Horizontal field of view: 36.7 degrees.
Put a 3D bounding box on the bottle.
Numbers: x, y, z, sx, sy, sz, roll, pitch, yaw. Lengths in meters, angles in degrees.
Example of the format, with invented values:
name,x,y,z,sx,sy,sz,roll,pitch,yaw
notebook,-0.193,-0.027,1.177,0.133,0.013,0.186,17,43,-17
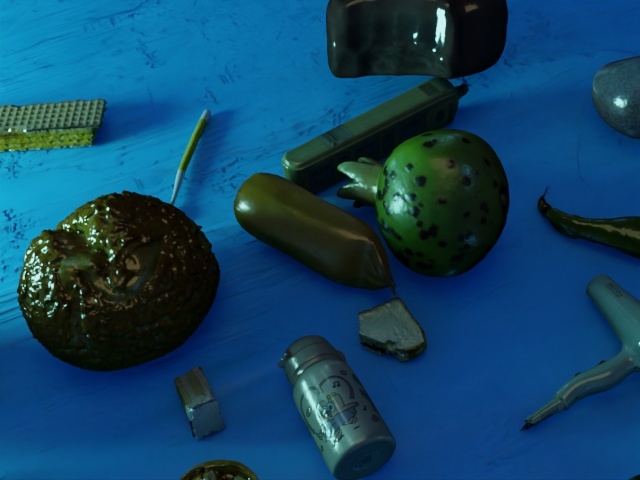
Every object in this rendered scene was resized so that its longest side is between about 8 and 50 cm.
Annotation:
name,x,y,z,sx,sy,sz,roll,pitch,yaw
bottle,0.022,0.224,1.348,0.110,0.097,0.209,3,40,-35

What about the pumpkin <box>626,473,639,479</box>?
name,x,y,z,sx,sy,sz,roll,pitch,yaw
pumpkin,0.420,0.377,1.132,0.224,0.157,0.223,-7,56,11

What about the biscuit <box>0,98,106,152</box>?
name,x,y,z,sx,sy,sz,roll,pitch,yaw
biscuit,-0.589,-0.212,1.812,0.379,0.054,0.094,-4,48,3

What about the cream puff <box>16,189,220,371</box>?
name,x,y,z,sx,sy,sz,roll,pitch,yaw
cream puff,-0.310,0.051,1.455,0.303,0.212,0.303,-4,54,5

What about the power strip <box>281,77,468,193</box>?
name,x,y,z,sx,sy,sz,roll,pitch,yaw
power strip,0.106,-0.188,1.696,0.388,0.092,0.066,-29,54,-18

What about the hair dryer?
name,x,y,z,sx,sy,sz,roll,pitch,yaw
hair dryer,0.395,0.150,1.397,0.267,0.092,0.229,-14,41,7

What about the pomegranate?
name,x,y,z,sx,sy,sz,roll,pitch,yaw
pomegranate,0.165,-0.050,1.524,0.286,0.231,0.231,-17,32,49

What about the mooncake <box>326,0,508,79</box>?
name,x,y,z,sx,sy,sz,roll,pitch,yaw
mooncake,0.159,-0.398,1.764,0.334,0.174,0.326,-20,31,-35

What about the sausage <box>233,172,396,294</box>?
name,x,y,z,sx,sy,sz,roll,pitch,yaw
sausage,0.003,-0.005,1.538,0.328,0.112,0.112,30,58,27

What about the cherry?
name,x,y,z,sx,sy,sz,roll,pitch,yaw
cherry,0.558,-0.250,1.677,0.176,0.140,0.176,-16,28,9

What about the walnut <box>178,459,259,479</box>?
name,x,y,z,sx,sy,sz,roll,pitch,yaw
walnut,-0.134,0.344,1.285,0.121,0.052,0.091,1,51,9

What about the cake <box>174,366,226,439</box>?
name,x,y,z,sx,sy,sz,roll,pitch,yaw
cake,-0.180,0.232,1.404,0.052,0.065,0.121,-21,28,-12

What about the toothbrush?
name,x,y,z,sx,sy,sz,roll,pitch,yaw
toothbrush,-0.246,-0.138,1.735,0.024,0.021,0.288,12,51,4

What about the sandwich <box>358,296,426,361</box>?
name,x,y,z,sx,sy,sz,roll,pitch,yaw
sandwich,0.106,0.141,1.448,0.093,0.035,0.105,-26,53,-17

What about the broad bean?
name,x,y,z,sx,sy,sz,roll,pitch,yaw
broad bean,0.492,-0.019,1.535,0.318,0.056,0.098,22,55,25
